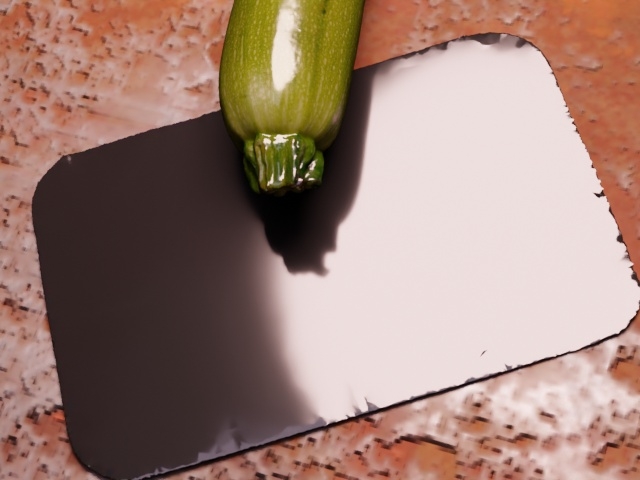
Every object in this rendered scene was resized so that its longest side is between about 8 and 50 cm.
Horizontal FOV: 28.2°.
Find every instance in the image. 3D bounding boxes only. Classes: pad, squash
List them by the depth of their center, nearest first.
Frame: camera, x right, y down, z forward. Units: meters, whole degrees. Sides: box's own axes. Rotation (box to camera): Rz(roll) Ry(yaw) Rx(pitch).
[{"bbox_3d":[0.000,0.000,0.600,0.267,0.004,0.181,-16,61,-1],"label":"pad"},{"bbox_3d":[-0.005,-0.131,0.633,0.069,0.069,0.258,8,61,13],"label":"squash"}]
